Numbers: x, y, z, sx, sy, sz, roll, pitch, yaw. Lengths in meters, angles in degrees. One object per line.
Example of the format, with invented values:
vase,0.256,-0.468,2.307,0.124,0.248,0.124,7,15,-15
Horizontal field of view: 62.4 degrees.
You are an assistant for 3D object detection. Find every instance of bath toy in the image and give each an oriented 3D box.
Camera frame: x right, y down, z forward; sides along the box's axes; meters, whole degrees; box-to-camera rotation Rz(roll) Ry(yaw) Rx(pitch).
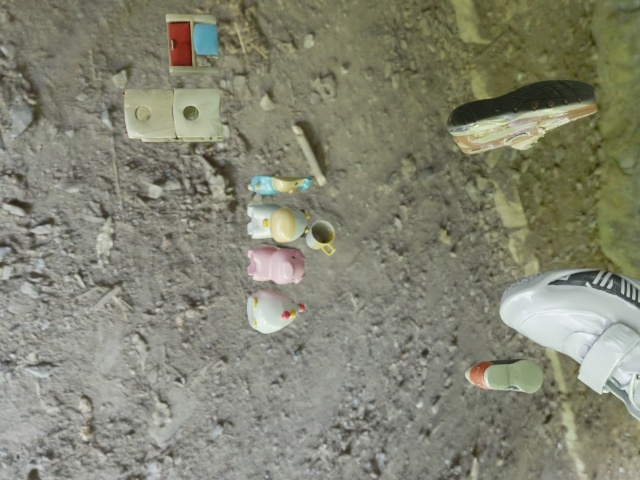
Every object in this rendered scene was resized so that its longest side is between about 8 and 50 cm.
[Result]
bath toy,-0.086,0.034,1.147,0.129,0.151,0.348,-1,103,-20

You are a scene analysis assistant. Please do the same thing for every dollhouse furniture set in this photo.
dollhouse furniture set,-0.211,-0.238,0.761,0.129,0.129,0.183,-3,98,-10

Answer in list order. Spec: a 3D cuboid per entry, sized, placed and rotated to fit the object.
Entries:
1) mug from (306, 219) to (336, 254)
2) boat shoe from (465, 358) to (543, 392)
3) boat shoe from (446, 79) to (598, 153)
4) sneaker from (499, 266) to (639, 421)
mug,-0.004,-0.002,1.272,0.062,0.064,0.078,-3,70,-24
boat shoe,0.273,0.198,0.777,0.137,0.043,0.049,7,78,-32
boat shoe,0.463,-0.277,1.229,0.120,0.324,0.122,58,42,-35
sneaker,0.374,0.166,0.605,0.210,0.366,0.137,-55,149,-35
